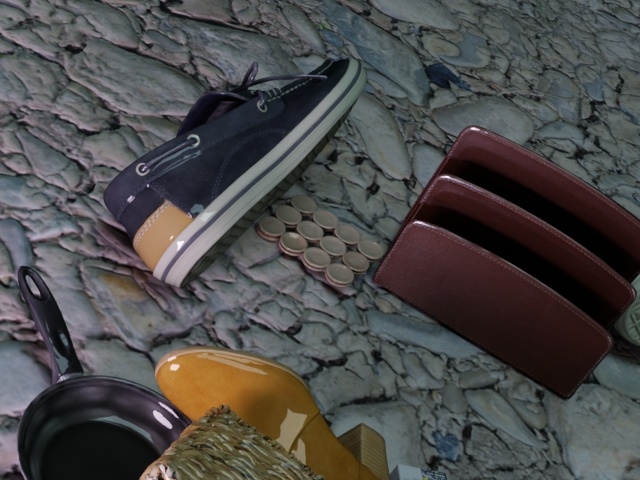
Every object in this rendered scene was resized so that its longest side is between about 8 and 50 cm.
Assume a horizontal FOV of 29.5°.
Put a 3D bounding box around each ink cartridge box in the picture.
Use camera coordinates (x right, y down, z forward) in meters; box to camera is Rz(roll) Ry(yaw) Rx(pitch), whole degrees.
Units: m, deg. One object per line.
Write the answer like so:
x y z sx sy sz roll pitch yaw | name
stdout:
0.113 0.300 1.312 0.062 0.029 0.115 15 40 -20 | ink cartridge box

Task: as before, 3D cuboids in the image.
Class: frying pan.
-0.249 0.175 1.193 0.326 0.053 0.197 39 37 12 | frying pan

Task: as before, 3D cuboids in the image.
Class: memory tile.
0.000 0.000 1.573 0.148 0.012 0.113 35 40 15 | memory tile

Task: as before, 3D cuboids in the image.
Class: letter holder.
0.259 0.020 1.571 0.302 0.214 0.152 31 37 1 | letter holder

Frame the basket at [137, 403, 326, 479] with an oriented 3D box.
-0.057 0.325 1.057 0.299 0.213 0.223 36 9 3 | basket

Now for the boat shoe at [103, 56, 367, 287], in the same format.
-0.091 -0.128 1.537 0.156 0.187 0.500 40 43 3 | boat shoe

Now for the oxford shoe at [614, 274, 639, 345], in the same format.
0.595 0.102 1.764 0.449 0.169 0.130 11 20 -22 | oxford shoe

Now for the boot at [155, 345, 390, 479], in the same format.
-0.040 0.241 1.192 0.295 0.104 0.211 29 38 -24 | boot
